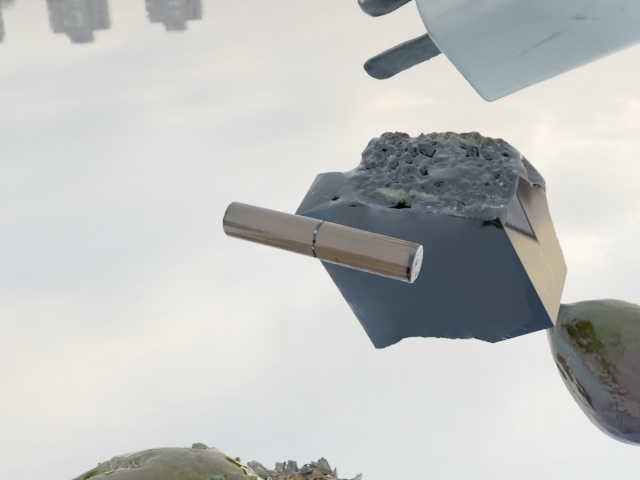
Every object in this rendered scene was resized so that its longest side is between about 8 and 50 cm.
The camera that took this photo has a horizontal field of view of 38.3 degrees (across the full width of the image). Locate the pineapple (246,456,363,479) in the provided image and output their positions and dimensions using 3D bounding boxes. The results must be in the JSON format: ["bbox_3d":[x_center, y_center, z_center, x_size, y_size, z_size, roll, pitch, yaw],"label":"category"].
[{"bbox_3d":[-0.049,0.504,1.463,0.352,0.352,0.300,-17,172,-35],"label":"pineapple"}]

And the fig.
[{"bbox_3d":[0.351,0.125,1.160,0.170,0.274,0.145,-46,169,-10],"label":"fig"}]

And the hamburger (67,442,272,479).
[{"bbox_3d":[-0.078,0.239,0.499,0.211,0.132,0.309,-31,-127,-10],"label":"hamburger"}]

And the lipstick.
[{"bbox_3d":[0.000,0.000,0.425,0.094,0.019,0.019,14,-157,19],"label":"lipstick"}]

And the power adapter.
[{"bbox_3d":[0.115,-0.177,0.634,0.204,0.130,0.125,-18,148,30],"label":"power adapter"}]

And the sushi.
[{"bbox_3d":[0.140,-0.024,1.066,0.227,0.215,0.212,-12,-146,33],"label":"sushi"}]
